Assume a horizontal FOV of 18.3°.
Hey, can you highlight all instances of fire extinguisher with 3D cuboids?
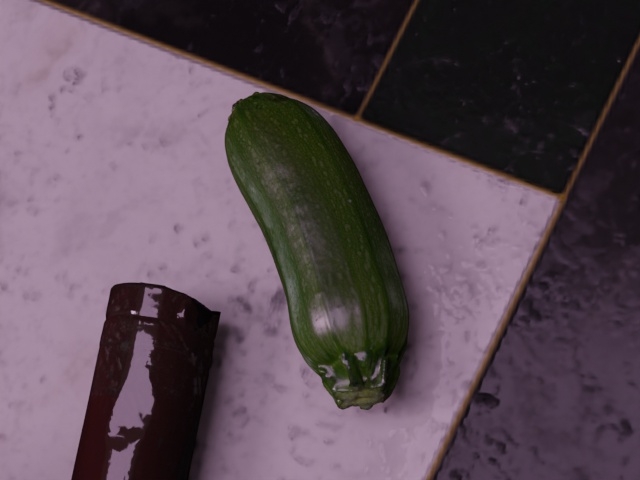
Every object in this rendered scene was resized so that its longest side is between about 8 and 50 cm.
[{"bbox_3d":[-0.109,0.164,1.195,0.089,0.072,0.267,13,74,-9],"label":"fire extinguisher"}]

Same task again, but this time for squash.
[{"bbox_3d":[0.000,0.000,1.207,0.077,0.068,0.219,-18,65,-3],"label":"squash"}]
